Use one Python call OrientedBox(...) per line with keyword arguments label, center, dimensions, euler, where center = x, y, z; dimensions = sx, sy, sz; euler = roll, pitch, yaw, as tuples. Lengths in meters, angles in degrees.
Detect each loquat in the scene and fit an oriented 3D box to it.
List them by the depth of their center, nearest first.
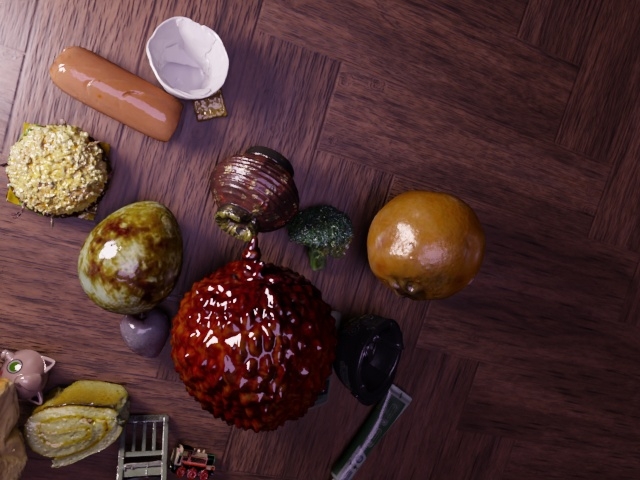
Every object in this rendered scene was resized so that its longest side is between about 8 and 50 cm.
OrientedBox(label="loquat", center=(0.287, 0.016, 1.439), dimensions=(0.328, 0.328, 0.328), euler=(-3, 101, -15))

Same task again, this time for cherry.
OrientedBox(label="cherry", center=(-0.433, 0.235, 1.394), dimensions=(0.188, 0.115, 0.148), euler=(-13, 84, -18))

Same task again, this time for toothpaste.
OrientedBox(label="toothpaste", center=(0.144, 0.633, 1.656), dimensions=(0.099, 0.061, 0.392), euler=(38, 86, -18))

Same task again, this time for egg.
OrientedBox(label="egg", center=(-0.454, 0.041, 1.286), dimensions=(0.238, 0.238, 0.289), euler=(33, 80, -18))

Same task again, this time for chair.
OrientedBox(label="chair", center=(-0.497, 0.641, 1.456), dimensions=(0.136, 0.147, 0.270), euler=(3, 56, -18))

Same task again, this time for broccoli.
OrientedBox(label="broccoli", center=(0.000, 0.000, 1.469), dimensions=(0.220, 0.194, 0.194), euler=(-26, 107, -33))

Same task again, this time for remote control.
OrientedBox(label="remote control", center=(0.003, 0.344, 1.525), dimensions=(0.123, 0.038, 0.285), euler=(13, 88, -58))

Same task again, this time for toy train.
OrientedBox(label="toy train", center=(-0.367, 0.644, 1.513), dimensions=(0.138, 0.050, 0.087), euler=(24, 77, -29))

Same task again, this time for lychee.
OrientedBox(label="lychee", center=(-0.165, 0.231, 1.308), dimensions=(0.425, 0.424, 0.500), euler=(-10, 106, -13))

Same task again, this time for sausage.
OrientedBox(label="sausage", center=(-0.486, -0.353, 1.262), dimensions=(0.304, 0.121, 0.121), euler=(27, 92, -19))

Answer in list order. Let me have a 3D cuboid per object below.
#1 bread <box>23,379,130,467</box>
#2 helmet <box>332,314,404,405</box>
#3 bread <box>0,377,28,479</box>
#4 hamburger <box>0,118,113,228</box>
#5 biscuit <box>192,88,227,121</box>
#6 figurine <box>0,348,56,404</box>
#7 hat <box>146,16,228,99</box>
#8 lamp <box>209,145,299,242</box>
OrientedBox(label="bread", center=(-0.631, 0.475, 1.381), dimensions=(0.257, 0.124, 0.186), euler=(-12, 110, -14))
OrientedBox(label="helmet", center=(0.123, 0.334, 1.534), dimensions=(0.230, 0.160, 0.279), euler=(-35, 134, -40))
OrientedBox(label="bread", center=(-0.901, 0.500, 1.132), dimensions=(0.371, 0.390, 0.279), euler=(-8, 103, 5))
OrientedBox(label="hamburger", center=(-0.631, -0.158, 1.250), dimensions=(0.243, 0.139, 0.261), euler=(10, 97, -18))
OrientedBox(label="biscuit", center=(-0.291, -0.358, 1.369), dimensions=(0.083, 0.018, 0.081), euler=(-16, 104, -11))
OrientedBox(label="figurine", center=(-0.747, 0.339, 1.318), dimensions=(0.138, 0.125, 0.125), euler=(19, 95, 5))
OrientedBox(label="hat", center=(-0.330, -0.421, 1.279), dimensions=(0.203, 0.126, 0.203), euler=(4, 79, -22))
OrientedBox(label="lamp", center=(-0.171, -0.116, 1.338), dimensions=(0.247, 0.247, 0.247), euler=(-3, 101, -15))
